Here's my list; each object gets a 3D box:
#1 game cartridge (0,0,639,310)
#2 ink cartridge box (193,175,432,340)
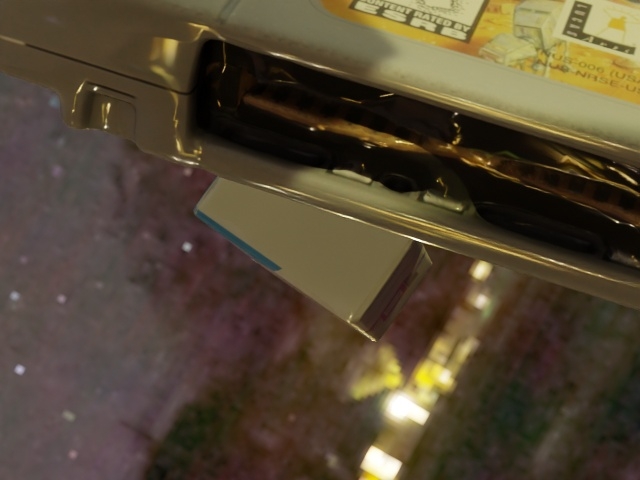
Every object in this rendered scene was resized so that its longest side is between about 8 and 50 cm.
[{"bbox_3d":[0.082,-0.061,0.482,0.198,0.297,0.062,-64,-12,-49],"label":"game cartridge"},{"bbox_3d":[0.000,0.000,0.776,0.052,0.088,0.122,-55,-9,-3],"label":"ink cartridge box"}]
